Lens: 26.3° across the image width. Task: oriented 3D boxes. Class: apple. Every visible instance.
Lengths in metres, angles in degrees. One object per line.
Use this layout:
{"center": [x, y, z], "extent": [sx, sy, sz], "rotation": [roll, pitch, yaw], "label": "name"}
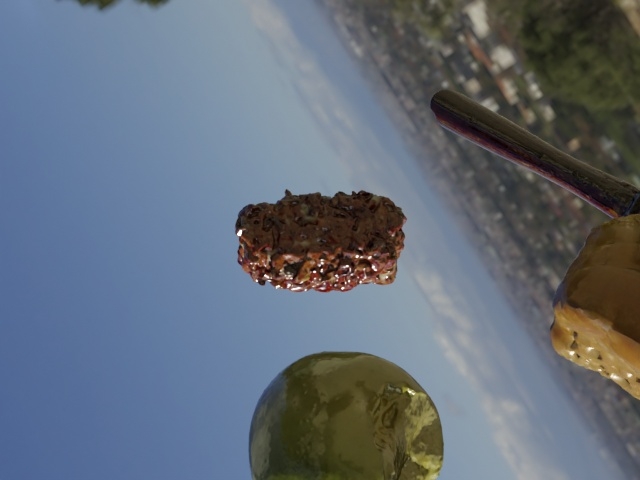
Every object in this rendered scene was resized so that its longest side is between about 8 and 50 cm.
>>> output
{"center": [0.028, 0.281, 1.801], "extent": [0.279, 0.279, 0.279], "rotation": [57, -176, -6], "label": "apple"}

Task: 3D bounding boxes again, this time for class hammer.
{"center": [0.309, -0.075, 1.671], "extent": [0.408, 0.095, 0.242], "rotation": [30, -172, 26], "label": "hammer"}

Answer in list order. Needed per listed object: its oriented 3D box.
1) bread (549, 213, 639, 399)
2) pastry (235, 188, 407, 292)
{"center": [0.309, 0.110, 0.780], "extent": [0.380, 0.109, 0.185], "rotation": [26, 164, 16], "label": "bread"}
{"center": [0.000, 0.002, 1.616], "extent": [0.097, 0.208, 0.115], "rotation": [112, 151, -64], "label": "pastry"}
